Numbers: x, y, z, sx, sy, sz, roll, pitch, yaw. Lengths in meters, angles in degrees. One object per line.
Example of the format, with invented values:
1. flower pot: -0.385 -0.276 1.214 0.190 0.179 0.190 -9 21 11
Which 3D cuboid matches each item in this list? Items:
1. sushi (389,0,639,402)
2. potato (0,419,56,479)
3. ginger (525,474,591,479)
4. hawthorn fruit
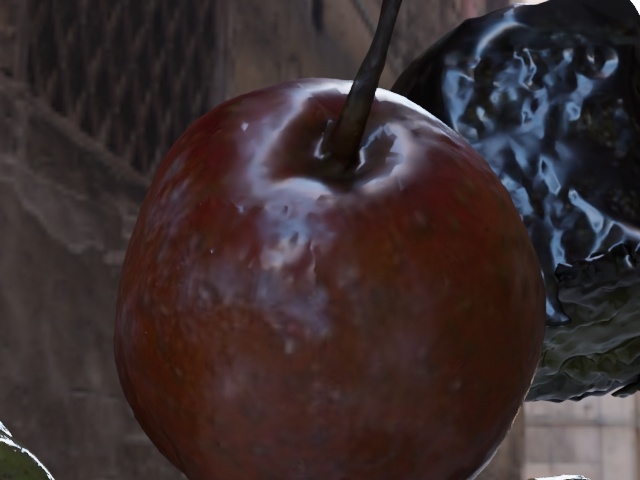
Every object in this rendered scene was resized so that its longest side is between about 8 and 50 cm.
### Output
1. sushi: 0.203 -0.017 1.260 0.281 0.294 0.299 -16 -27 10
2. potato: -0.362 0.220 1.254 0.351 0.202 0.218 42 -16 16
3. ginger: 0.205 0.295 1.560 0.118 0.065 0.298 -10 -9 44
4. hawthorn fruit: -0.009 0.029 0.757 0.231 0.235 0.263 -1 -34 43
